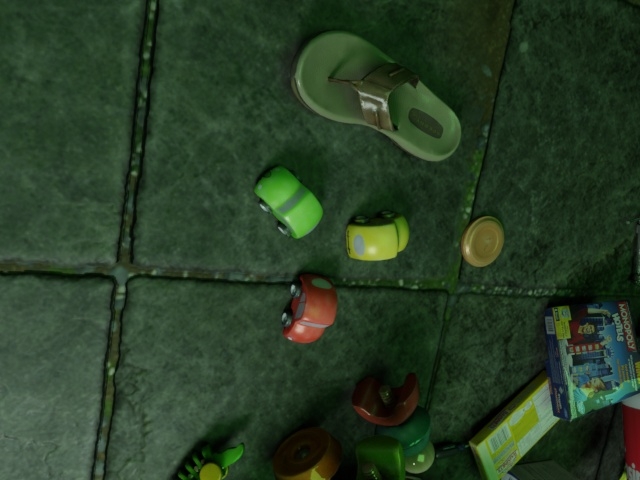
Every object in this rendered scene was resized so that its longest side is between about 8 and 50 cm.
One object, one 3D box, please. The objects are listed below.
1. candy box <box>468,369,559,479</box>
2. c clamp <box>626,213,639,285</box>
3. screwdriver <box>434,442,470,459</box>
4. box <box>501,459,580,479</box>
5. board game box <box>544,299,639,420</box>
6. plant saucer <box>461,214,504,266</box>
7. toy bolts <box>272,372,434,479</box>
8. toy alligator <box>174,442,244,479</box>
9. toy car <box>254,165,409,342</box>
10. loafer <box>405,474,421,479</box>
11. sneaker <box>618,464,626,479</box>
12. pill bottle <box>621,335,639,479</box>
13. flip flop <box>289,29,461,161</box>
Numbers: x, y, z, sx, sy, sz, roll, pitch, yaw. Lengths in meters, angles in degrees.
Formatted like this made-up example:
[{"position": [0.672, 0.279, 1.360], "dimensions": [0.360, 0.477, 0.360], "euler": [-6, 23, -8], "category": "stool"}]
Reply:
[{"position": [0.354, 0.334, 1.000], "dimensions": [0.206, 0.027, 0.105], "euler": [-33, 118, -22], "category": "candy box"}, {"position": [0.623, 0.020, 1.073], "dimensions": [0.137, 0.022, 0.160], "euler": [-18, 109, -28], "category": "c clamp"}, {"position": [0.261, 0.356, 0.969], "dimensions": [0.170, 0.025, 0.024], "euler": [1, 102, -26], "category": "screwdriver"}, {"position": [0.420, 0.475, 1.022], "dimensions": [0.137, 0.126, 0.072], "euler": [6, 102, -27], "category": "box"}, {"position": [0.501, 0.206, 0.987], "dimensions": [0.194, 0.060, 0.194], "euler": [-4, 82, -7], "category": "board game box"}, {"position": [0.259, 0.002, 0.885], "dimensions": [0.084, 0.013, 0.083], "euler": [-7, 106, -25], "category": "plant saucer"}, {"position": [0.074, 0.319, 0.790], "dimensions": [0.228, 0.218, 0.158], "euler": [-49, 120, -47], "category": "toy bolts"}, {"position": [-0.176, 0.330, 0.727], "dimensions": [0.051, 0.056, 0.189], "euler": [38, 81, 11], "category": "toy alligator"}, {"position": [0.000, 0.000, 0.729], "dimensions": [0.239, 0.053, 0.225], "euler": [-45, 118, -10], "category": "toy car"}, {"position": [0.021, 0.429, 0.803], "dimensions": [0.320, 0.111, 0.112], "euler": [-11, 137, -21], "category": "loafer"}, {"position": [0.756, 0.542, 1.208], "dimensions": [0.296, 0.123, 0.109], "euler": [32, 87, -26], "category": "sneaker"}, {"position": [0.695, 0.386, 1.043], "dimensions": [0.229, 0.229, 0.407], "euler": [3, 82, -28], "category": "pill bottle"}, {"position": [0.089, -0.178, 0.714], "dimensions": [0.277, 0.080, 0.112], "euler": [23, 91, -30], "category": "flip flop"}]
